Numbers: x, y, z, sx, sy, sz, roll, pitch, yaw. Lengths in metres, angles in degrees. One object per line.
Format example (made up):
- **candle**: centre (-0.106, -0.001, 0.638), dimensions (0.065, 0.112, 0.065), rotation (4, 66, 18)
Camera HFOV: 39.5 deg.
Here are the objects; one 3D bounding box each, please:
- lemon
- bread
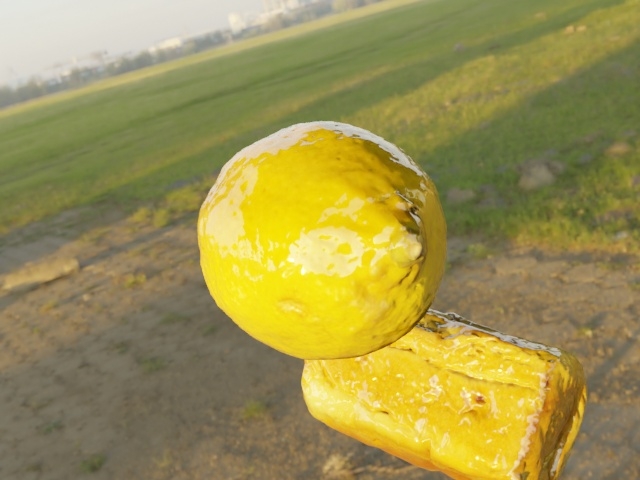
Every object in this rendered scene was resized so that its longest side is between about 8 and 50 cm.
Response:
- **lemon**: centre (0.000, 0.000, 0.698), dimensions (0.188, 0.188, 0.257), rotation (-21, 16, -23)
- **bread**: centre (0.122, 0.161, 0.955), dimensions (0.294, 0.166, 0.132), rotation (15, 2, 36)
